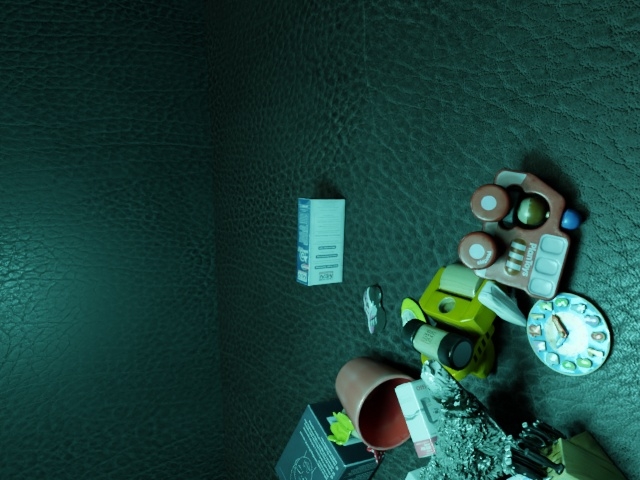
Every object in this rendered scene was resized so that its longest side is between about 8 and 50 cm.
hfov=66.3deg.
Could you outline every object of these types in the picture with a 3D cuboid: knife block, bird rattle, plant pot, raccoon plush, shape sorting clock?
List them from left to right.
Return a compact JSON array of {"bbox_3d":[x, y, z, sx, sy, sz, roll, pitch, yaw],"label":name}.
[{"bbox_3d":[0.163,0.685,1.818,0.207,0.253,0.143,-73,-2,-66],"label":"bird rattle"},{"bbox_3d":[0.188,0.546,1.716,0.243,0.275,0.275,-154,66,-63],"label":"plant pot"},{"bbox_3d":[0.319,0.537,1.320,0.299,0.446,0.216,-42,10,4],"label":"raccoon plush"},{"bbox_3d":[0.612,0.233,1.223,0.206,0.040,0.206,8,100,56],"label":"shape sorting clock"},{"bbox_3d":[0.571,0.548,1.130,0.275,0.242,0.088,58,138,35],"label":"knife block"}]

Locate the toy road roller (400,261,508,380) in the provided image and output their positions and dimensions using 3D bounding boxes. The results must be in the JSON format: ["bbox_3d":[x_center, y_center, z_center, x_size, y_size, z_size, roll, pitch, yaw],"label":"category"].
[{"bbox_3d":[0.416,0.253,1.427,0.202,0.240,0.329,14,67,56],"label":"toy road roller"}]

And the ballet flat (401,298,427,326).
[{"bbox_3d":[0.320,0.292,1.636,0.231,0.077,0.077,62,140,32],"label":"ballet flat"}]

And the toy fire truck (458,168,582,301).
[{"bbox_3d":[0.515,-0.021,1.257,0.254,0.169,0.302,17,101,29],"label":"toy fire truck"}]

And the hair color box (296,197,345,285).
[{"bbox_3d":[0.000,0.000,2.008,0.105,0.174,0.347,12,103,56],"label":"hair color box"}]

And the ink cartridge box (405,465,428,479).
[{"bbox_3d":[0.352,0.770,1.514,0.087,0.208,0.153,48,130,48],"label":"ink cartridge box"}]

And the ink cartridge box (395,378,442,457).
[{"bbox_3d":[0.351,0.543,1.538,0.092,0.158,0.218,-48,54,49],"label":"ink cartridge box"}]

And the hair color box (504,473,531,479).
[{"bbox_3d":[0.552,0.723,1.300,0.185,0.110,0.339,62,141,31],"label":"hair color box"}]

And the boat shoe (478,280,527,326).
[{"bbox_3d":[0.493,0.169,1.305,0.063,0.184,0.066,-62,19,-12],"label":"boat shoe"}]

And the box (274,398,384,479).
[{"bbox_3d":[0.024,0.894,1.972,0.293,0.212,0.395,49,123,43],"label":"box"}]

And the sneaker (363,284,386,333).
[{"bbox_3d":[0.197,0.260,1.844,0.077,0.072,0.178,158,114,-67],"label":"sneaker"}]
